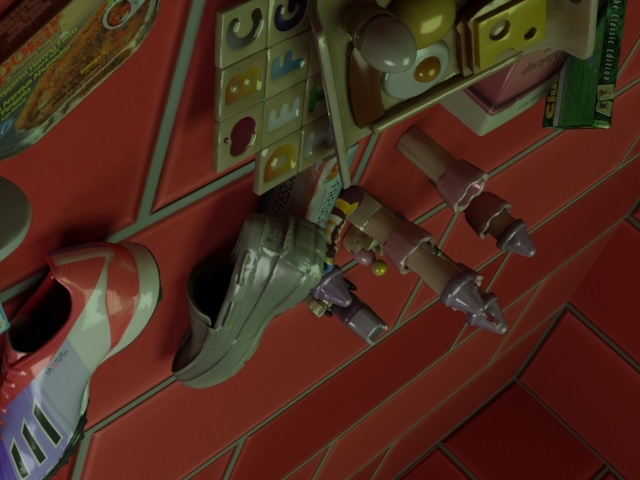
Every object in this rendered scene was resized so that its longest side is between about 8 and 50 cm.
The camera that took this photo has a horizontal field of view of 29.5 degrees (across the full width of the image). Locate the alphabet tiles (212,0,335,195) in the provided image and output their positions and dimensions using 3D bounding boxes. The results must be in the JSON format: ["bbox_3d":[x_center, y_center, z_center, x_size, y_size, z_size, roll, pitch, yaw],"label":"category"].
[{"bbox_3d":[0.025,-0.200,1.167,0.342,0.011,0.285,-32,144,-36],"label":"alphabet tiles"}]

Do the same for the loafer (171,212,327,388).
[{"bbox_3d":[-0.107,0.068,1.408,0.319,0.111,0.112,-50,-155,41],"label":"loafer"}]

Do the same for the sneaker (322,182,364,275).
[{"bbox_3d":[0.000,0.000,1.506,0.185,0.084,0.069,-36,159,-28],"label":"sneaker"}]

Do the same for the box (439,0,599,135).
[{"bbox_3d":[0.219,-0.259,1.384,0.149,0.127,0.232,-32,157,-37],"label":"box"}]

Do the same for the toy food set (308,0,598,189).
[{"bbox_3d":[0.136,-0.192,1.168,0.306,0.092,0.219,-27,144,-11],"label":"toy food set"}]

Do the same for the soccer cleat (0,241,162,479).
[{"bbox_3d":[-0.272,0.126,1.178,0.116,0.108,0.318,6,128,-45],"label":"soccer cleat"}]

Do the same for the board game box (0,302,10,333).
[{"bbox_3d":[-0.323,0.064,1.026,0.103,0.026,0.154,-39,160,-22],"label":"board game box"}]

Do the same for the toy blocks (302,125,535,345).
[{"bbox_3d":[0.155,0.055,1.681,0.309,0.260,0.288,-48,162,5],"label":"toy blocks"}]

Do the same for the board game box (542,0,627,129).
[{"bbox_3d":[0.317,-0.261,1.434,0.136,0.030,0.259,-162,-101,-72],"label":"board game box"}]

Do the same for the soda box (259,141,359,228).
[{"bbox_3d":[-0.018,-0.057,1.381,0.058,0.063,0.183,-32,158,-37],"label":"soda box"}]

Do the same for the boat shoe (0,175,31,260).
[{"bbox_3d":[-0.329,0.035,0.854,0.267,0.096,0.088,-33,161,-33],"label":"boat shoe"}]

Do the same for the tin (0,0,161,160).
[{"bbox_3d":[-0.196,-0.135,0.880,0.190,0.040,0.106,-44,165,-9],"label":"tin"}]
